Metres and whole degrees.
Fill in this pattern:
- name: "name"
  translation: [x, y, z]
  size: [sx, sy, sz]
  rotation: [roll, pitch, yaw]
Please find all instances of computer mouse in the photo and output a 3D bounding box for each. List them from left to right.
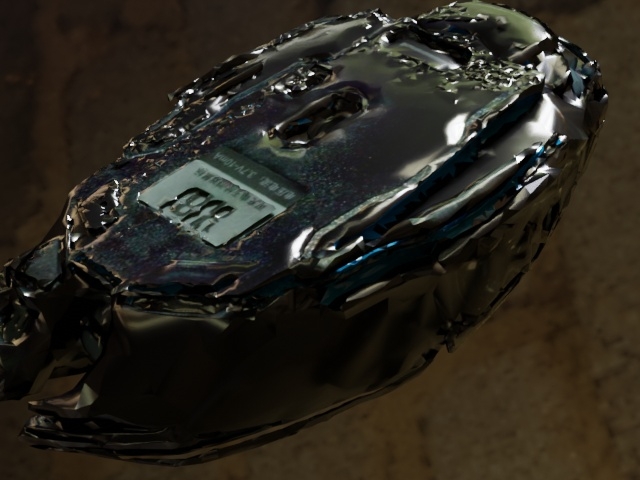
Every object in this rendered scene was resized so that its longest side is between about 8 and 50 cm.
- name: "computer mouse"
  translation: [0.000, 0.000, 0.564]
  size: [0.146, 0.241, 0.077]
  rotation: [32, -34, 48]
